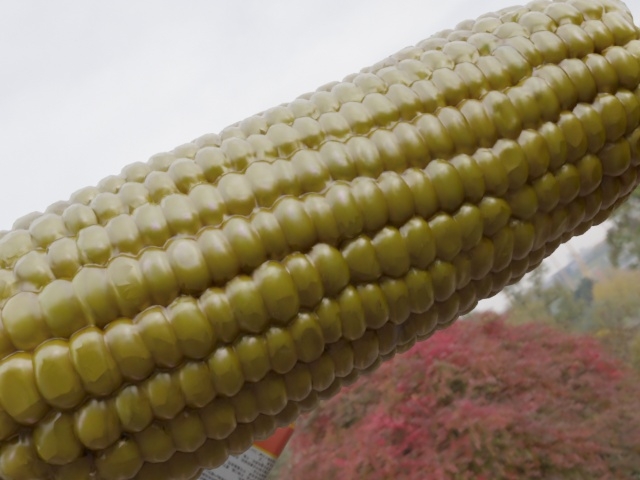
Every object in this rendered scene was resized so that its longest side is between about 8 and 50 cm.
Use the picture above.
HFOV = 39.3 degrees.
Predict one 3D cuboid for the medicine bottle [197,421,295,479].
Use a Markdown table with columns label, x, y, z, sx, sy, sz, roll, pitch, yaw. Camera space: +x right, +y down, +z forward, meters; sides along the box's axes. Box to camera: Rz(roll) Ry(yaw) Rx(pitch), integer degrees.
| label | x | y | z | sx | sy | sz | roll | pitch | yaw |
| --- | --- | --- | --- | --- | --- | --- | --- | --- | --- |
| medicine bottle | -0.123 | 0.219 | 0.778 | 0.222 | 0.112 | 0.149 | -60 | 6 | -9 |

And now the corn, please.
| label | x | y | z | sx | sy | sz | roll | pitch | yaw |
| --- | --- | --- | --- | --- | --- | --- | --- | --- | --- |
| corn | 0.000 | 0.000 | 0.416 | 0.387 | 0.144 | 0.144 | -27 | -13 | -12 |
